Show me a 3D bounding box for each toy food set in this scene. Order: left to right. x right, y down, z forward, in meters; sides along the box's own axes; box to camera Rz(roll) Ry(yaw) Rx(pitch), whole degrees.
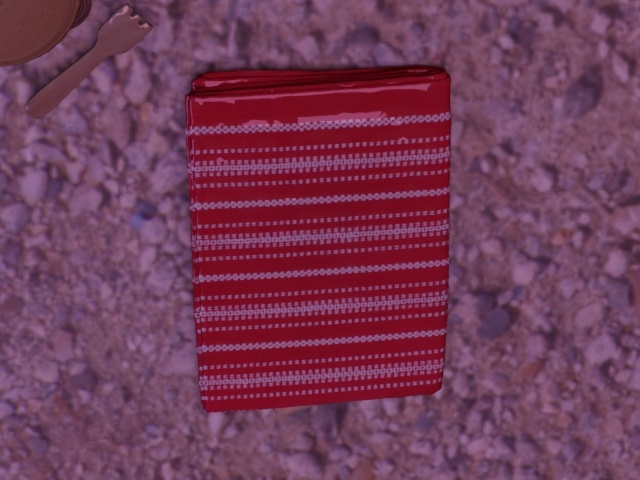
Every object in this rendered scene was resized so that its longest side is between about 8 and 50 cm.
[{"bbox_3d":[-0.225,-0.183,1.297,0.132,0.038,0.192,-38,118,17],"label":"toy food set"}]

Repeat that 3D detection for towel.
[{"bbox_3d":[0.000,0.000,1.401,0.199,0.031,0.275,-4,115,-7],"label":"towel"}]
